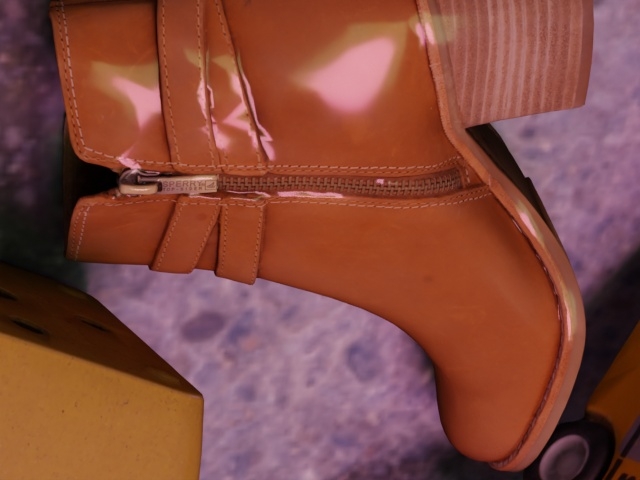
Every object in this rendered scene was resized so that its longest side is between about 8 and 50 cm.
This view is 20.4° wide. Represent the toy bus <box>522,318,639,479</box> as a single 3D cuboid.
[{"bbox_3d":[0.203,0.087,0.829,0.108,0.130,0.332,42,76,-29],"label":"toy bus"}]

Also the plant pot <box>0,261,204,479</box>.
[{"bbox_3d":[-0.164,0.103,0.706,0.212,0.212,0.187,22,95,-30],"label":"plant pot"}]

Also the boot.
[{"bbox_3d":[0.000,0.000,0.769,0.220,0.109,0.283,-9,132,-9],"label":"boot"}]
